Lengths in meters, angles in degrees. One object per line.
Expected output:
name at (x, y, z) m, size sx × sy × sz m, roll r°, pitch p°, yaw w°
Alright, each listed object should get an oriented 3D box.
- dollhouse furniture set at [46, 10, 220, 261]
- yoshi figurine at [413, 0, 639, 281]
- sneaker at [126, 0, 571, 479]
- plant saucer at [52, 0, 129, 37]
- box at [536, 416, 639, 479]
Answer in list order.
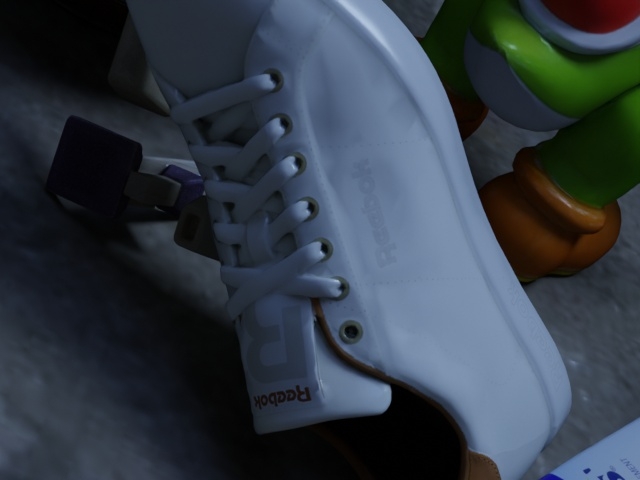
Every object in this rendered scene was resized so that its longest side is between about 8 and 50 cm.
dollhouse furniture set at (-0.048, -0.058, 0.866) m, size 0.091 × 0.114 × 0.081 m, roll 23°, pitch 8°, yaw 29°
yoshi figurine at (0.182, -0.162, 0.977) m, size 0.203 × 0.362 × 0.203 m, roll 18°, pitch 37°, yaw -24°
sneaker at (0.000, 0.000, 0.778) m, size 0.290 × 0.106 × 0.123 m, roll 56°, pitch 46°, yaw -16°
plant saucer at (-0.084, -0.129, 0.914) m, size 0.168 × 0.168 × 0.029 m, roll 26°, pitch 72°, yaw -15°
box at (0.145, 0.150, 0.824) m, size 0.126 × 0.072 × 0.137 m, roll 47°, pitch 35°, yaw 17°
